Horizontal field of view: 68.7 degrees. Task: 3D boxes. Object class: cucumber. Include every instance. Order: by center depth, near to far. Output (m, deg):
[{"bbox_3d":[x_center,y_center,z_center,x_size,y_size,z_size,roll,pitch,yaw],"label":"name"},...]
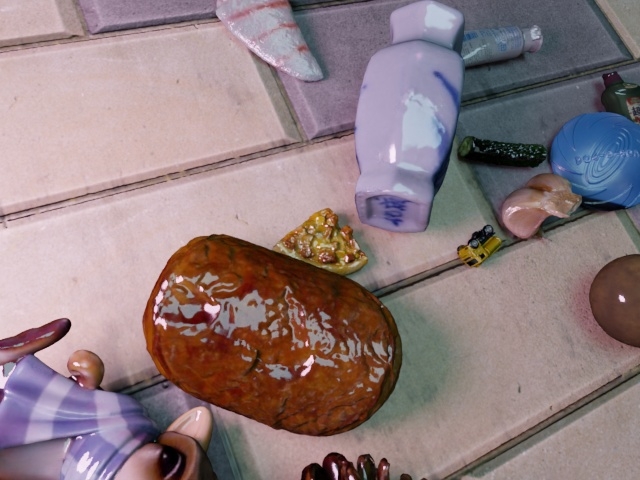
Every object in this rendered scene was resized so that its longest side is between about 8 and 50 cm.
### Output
[{"bbox_3d":[0.395,-0.191,1.021,0.187,0.058,0.058,3,69,-12],"label":"cucumber"}]

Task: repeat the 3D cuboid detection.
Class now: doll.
[{"bbox_3d":[-0.297,0.288,0.578,0.340,0.209,0.317,26,74,-6],"label":"doll"}]

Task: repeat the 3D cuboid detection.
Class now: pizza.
[{"bbox_3d":[0.000,0.000,0.854,0.175,0.046,0.134,1,70,-13],"label":"pizza"}]

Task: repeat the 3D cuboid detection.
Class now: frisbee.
[{"bbox_3d":[0.645,-0.185,1.054,0.242,0.045,0.241,-1,78,3],"label":"frisbee"}]

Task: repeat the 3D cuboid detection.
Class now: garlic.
[{"bbox_3d":[0.460,-0.074,0.980,0.124,0.099,0.174,37,60,22],"label":"garlic"}]

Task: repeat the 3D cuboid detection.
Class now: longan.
[{"bbox_3d":[0.623,0.125,0.906,0.185,0.159,0.204,-31,93,-22],"label":"longan"}]

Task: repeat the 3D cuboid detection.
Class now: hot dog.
[{"bbox_3d":[-0.065,0.140,0.721,0.388,0.174,0.266,22,70,-7],"label":"hot dog"}]

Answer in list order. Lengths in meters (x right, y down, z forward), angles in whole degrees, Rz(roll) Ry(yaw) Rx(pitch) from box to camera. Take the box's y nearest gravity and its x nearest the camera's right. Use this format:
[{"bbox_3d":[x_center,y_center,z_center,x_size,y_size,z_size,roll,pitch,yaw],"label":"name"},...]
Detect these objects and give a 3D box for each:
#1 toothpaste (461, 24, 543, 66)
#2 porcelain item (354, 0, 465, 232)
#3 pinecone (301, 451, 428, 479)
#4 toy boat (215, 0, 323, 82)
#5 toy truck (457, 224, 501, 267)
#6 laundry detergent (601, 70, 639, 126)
[{"bbox_3d":[0.379,-0.462,1.118,0.300,0.073,0.113,-11,74,-10],"label":"toothpaste"},{"bbox_3d":[0.167,-0.229,0.884,0.179,0.242,0.404,10,71,14],"label":"porcelain item"},{"bbox_3d":[0.047,0.426,0.599,0.298,0.242,0.296,39,68,9],"label":"pinecone"},{"bbox_3d":[-0.096,-0.451,0.992,0.206,0.096,0.282,-25,90,-15],"label":"toy boat"},{"bbox_3d":[0.313,0.015,0.927,0.083,0.049,0.054,-37,83,-24],"label":"toy truck"},{"bbox_3d":[0.765,-0.323,1.156,0.145,0.078,0.221,-6,69,-18],"label":"laundry detergent"}]
